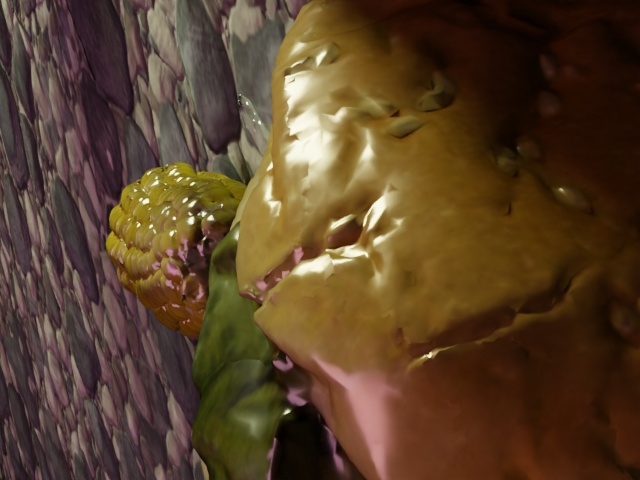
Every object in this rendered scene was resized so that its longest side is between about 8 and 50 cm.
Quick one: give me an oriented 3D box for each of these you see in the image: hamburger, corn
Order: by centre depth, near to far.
[{"bbox_3d":[0.055,0.033,0.474,0.162,0.209,0.330,97,150,-44],"label":"hamburger"},{"bbox_3d":[-0.067,0.003,0.891,0.292,0.101,0.101,-174,71,-80],"label":"corn"}]

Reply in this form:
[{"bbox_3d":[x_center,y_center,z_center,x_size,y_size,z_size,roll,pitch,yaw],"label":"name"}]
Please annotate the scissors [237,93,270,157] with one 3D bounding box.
[{"bbox_3d":[-0.001,0.000,0.864,0.110,0.021,0.212,102,148,-56],"label":"scissors"}]
